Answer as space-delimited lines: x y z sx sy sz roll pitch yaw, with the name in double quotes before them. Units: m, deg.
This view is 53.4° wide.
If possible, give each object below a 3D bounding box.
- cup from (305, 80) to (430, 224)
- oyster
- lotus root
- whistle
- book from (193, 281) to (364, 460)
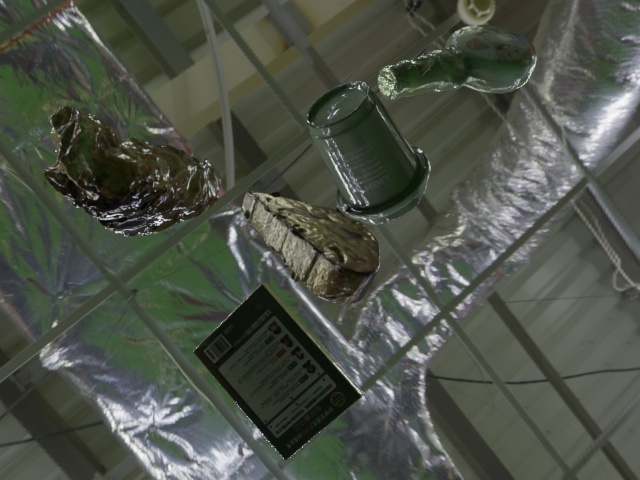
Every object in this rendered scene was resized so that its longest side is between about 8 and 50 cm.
"cup" 0.048 -0.099 0.717 0.120 0.120 0.141 -49 -52 -12
"oyster" -0.205 -0.052 0.697 0.162 0.233 0.107 -30 -116 4
"lotus root" 0.000 0.000 1.047 0.170 0.260 0.074 -6 -52 -34
"whistle" 0.193 -0.236 0.869 0.258 0.067 0.126 -20 -132 -26
"book" -0.081 0.237 1.144 0.202 0.027 0.264 -44 -97 17
